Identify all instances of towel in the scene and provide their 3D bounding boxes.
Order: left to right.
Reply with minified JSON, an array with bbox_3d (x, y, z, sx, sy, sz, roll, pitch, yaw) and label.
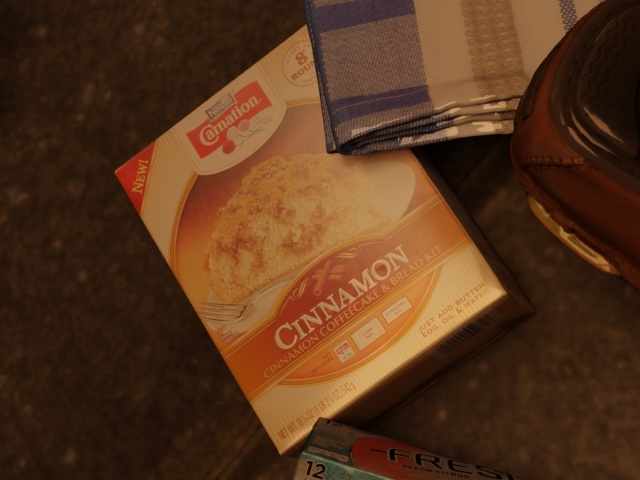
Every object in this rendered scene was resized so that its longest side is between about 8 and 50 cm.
[{"bbox_3d":[0.127,-0.158,0.787,0.285,0.034,0.209,-10,69,5],"label":"towel"}]

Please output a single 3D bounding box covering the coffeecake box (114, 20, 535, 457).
[{"bbox_3d":[0.000,0.000,0.819,0.142,0.068,0.185,-37,68,10],"label":"coffeecake box"}]

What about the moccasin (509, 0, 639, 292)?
[{"bbox_3d":[0.253,0.036,0.684,0.380,0.147,0.139,26,72,5],"label":"moccasin"}]

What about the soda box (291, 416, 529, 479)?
[{"bbox_3d":[0.072,0.144,0.733,0.183,0.058,0.063,17,102,4],"label":"soda box"}]
